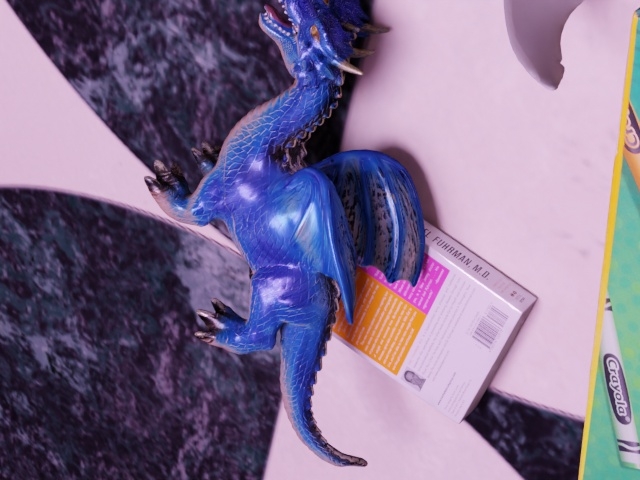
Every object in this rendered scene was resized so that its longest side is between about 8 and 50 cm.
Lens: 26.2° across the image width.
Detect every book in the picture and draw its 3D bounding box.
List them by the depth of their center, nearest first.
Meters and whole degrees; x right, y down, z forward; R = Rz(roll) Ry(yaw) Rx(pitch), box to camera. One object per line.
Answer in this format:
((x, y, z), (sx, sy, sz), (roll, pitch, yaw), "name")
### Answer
((0.045, 0.029, 0.803), (0.144, 0.035, 0.096), (37, 131, 17), "book")

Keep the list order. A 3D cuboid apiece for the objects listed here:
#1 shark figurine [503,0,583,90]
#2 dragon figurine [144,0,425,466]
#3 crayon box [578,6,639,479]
((0.035, -0.206, 0.597), (0.166, 0.116, 0.278), (5, 118, 41), "shark figurine")
((0.000, 0.000, 0.748), (0.144, 0.085, 0.289), (-14, 98, 35), "dragon figurine")
((0.185, 0.011, 0.569), (0.081, 0.165, 0.278), (21, 130, 30), "crayon box")
